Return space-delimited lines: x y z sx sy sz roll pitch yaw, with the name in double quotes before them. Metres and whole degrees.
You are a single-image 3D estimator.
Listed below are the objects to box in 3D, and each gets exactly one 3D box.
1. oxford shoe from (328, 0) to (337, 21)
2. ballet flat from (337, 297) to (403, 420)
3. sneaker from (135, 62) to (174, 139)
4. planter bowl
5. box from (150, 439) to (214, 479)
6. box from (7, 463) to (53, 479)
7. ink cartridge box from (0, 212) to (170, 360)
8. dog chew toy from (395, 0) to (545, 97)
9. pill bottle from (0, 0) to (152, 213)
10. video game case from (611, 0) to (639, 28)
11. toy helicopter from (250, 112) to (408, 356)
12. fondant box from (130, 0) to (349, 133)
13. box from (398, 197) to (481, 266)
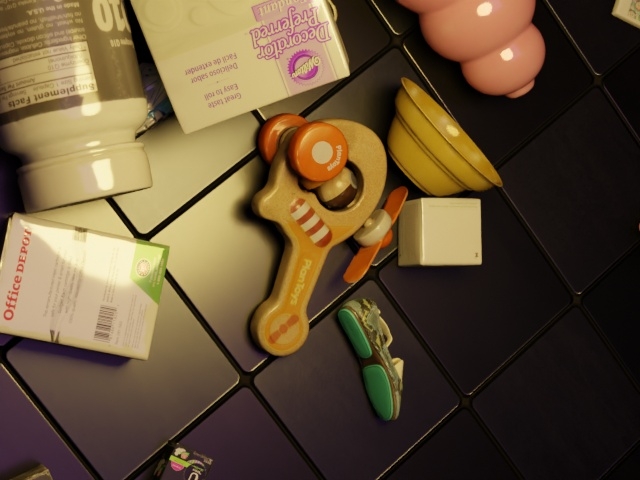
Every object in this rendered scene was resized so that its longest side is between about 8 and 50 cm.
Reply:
"oxford shoe" -0.145 -0.402 1.875 0.397 0.146 0.140 26 80 -17
"ballet flat" 0.089 0.171 1.986 0.070 0.070 0.188 -23 99 -20
"sneaker" -0.211 -0.225 1.888 0.190 0.071 0.083 -37 95 -18
"planter bowl" 0.162 -0.131 1.978 0.090 0.217 0.217 -42 104 14
"box" -0.196 0.329 1.876 0.062 0.052 0.083 28 79 -16
"box" -0.412 0.487 1.776 0.242 0.076 0.307 -24 95 -19
"ink cartridge box" -0.330 0.063 1.816 0.219 0.092 0.160 14 83 -19
"dog chew toy" 0.220 -0.359 1.991 0.206 0.206 0.332 -38 109 -18
"pill bottle" -0.342 -0.228 1.766 0.204 0.204 0.361 -13 93 -20
"video game case" 0.563 -0.404 2.207 0.157 0.019 0.143 22 81 -19
"toy helicopter" 0.000 0.000 1.945 0.235 0.140 0.355 18 92 -28
"fondant box" -0.125 -0.337 1.767 0.238 0.096 0.330 -19 108 5
"box" 0.177 -0.010 2.010 0.101 0.087 0.102 1 88 -20
